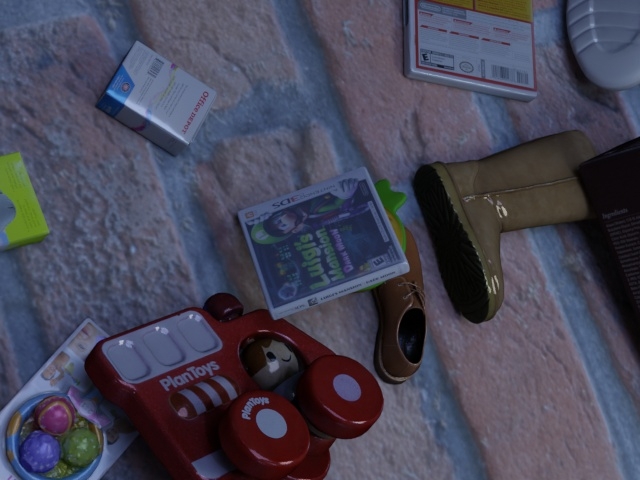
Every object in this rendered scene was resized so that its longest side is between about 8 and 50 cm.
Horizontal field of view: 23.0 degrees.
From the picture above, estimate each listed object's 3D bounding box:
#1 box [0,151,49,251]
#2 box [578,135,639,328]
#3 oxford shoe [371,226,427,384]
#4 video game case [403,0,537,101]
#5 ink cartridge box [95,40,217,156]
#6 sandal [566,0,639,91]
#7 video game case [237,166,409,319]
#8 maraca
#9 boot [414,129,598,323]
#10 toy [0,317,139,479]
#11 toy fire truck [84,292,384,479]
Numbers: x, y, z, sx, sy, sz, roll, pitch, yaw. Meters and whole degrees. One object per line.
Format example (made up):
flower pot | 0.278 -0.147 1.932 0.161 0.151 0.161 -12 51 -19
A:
box | -0.414 -0.030 1.802 0.178 0.042 0.109 -17 80 -30
box | 0.520 0.031 2.141 0.191 0.143 0.381 -24 93 -35
oxford shoe | 0.110 0.072 2.003 0.076 0.076 0.212 6 69 -22
video game case | 0.210 -0.346 2.226 0.204 0.025 0.285 9 69 -23
ink cartridge box | -0.203 -0.175 1.949 0.122 0.052 0.088 32 62 -11
sandal | 0.452 -0.404 2.315 0.102 0.169 0.416 36 50 -58
video game case | 0.000 0.000 1.904 0.173 0.022 0.190 -20 43 -1
maraca | 0.048 -0.009 1.987 0.127 0.099 0.185 6 50 8
boot | 0.281 -0.026 2.113 0.270 0.089 0.236 -11 79 -30
toy | -0.284 0.209 1.774 0.137 0.056 0.237 43 60 -5
toy fire truck | -0.092 0.174 1.811 0.302 0.169 0.254 -22 67 -44
